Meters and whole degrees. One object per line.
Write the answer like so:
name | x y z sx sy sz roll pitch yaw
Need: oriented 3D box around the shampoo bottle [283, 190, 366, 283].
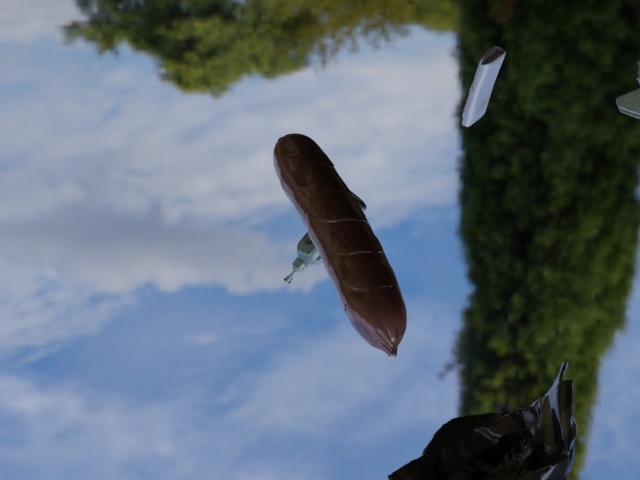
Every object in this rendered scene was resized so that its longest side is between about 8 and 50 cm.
shampoo bottle | 0.000 0.000 2.323 0.056 0.195 0.056 36 -167 -10

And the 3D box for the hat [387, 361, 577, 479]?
hat | 0.333 0.370 2.317 0.366 0.257 0.382 -30 160 24

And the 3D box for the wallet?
wallet | 0.244 -0.232 2.042 0.025 0.122 0.061 29 -135 15

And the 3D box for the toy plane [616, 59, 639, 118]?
toy plane | 0.524 -0.139 1.970 0.088 0.262 0.192 -32 167 10

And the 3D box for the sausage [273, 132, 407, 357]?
sausage | 0.025 -0.010 1.785 0.088 0.088 0.433 -5 -138 -21
